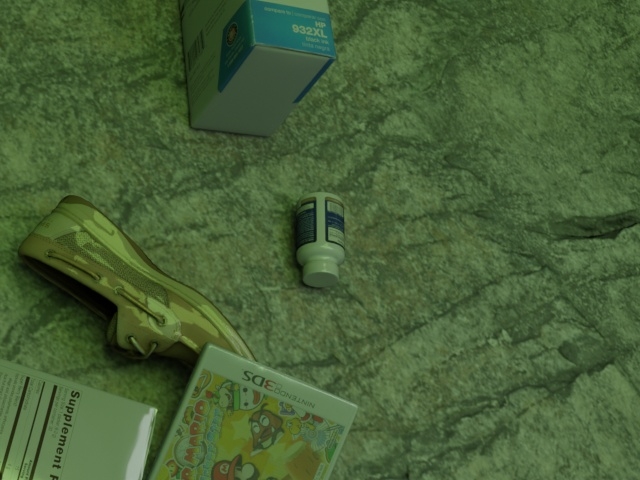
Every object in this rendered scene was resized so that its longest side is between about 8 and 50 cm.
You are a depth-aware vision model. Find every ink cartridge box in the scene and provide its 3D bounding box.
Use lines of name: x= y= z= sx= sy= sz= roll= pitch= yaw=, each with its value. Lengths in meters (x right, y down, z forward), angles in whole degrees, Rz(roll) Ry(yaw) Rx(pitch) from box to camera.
ink cartridge box: x=-0.098 y=-0.332 z=1.920 sx=0.129 sy=0.223 sz=0.308 roll=5 pitch=63 yaw=-26

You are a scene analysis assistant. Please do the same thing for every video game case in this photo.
video game case: x=-0.088 y=0.264 z=1.666 sx=0.206 sy=0.026 sz=0.227 roll=24 pitch=87 yaw=-14

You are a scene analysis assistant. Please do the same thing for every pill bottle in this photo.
pill bottle: x=0.000 y=0.000 z=1.892 sx=0.067 sy=0.067 sz=0.120 roll=12 pitch=60 yaw=-22

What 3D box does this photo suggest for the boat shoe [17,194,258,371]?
boat shoe: x=-0.220 y=0.095 z=1.707 sx=0.341 sy=0.122 sz=0.110 roll=41 pitch=65 yaw=1

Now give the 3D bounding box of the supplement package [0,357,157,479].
supplement package: x=-0.354 y=0.243 z=1.512 sx=0.292 sy=0.177 sz=0.175 roll=20 pitch=57 yaw=-17
